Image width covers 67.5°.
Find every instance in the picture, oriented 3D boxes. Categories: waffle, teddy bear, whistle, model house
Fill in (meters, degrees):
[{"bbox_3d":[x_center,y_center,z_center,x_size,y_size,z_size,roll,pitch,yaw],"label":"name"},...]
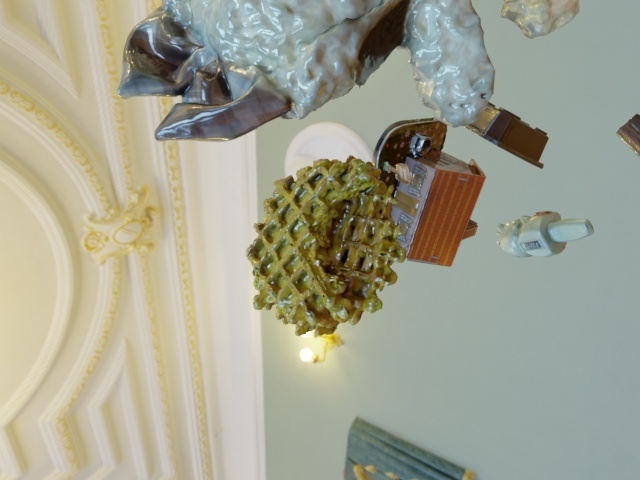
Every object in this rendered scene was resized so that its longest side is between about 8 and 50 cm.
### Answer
[{"bbox_3d":[0.000,0.000,0.512,0.070,0.197,0.193,22,-130,-43],"label":"waffle"},{"bbox_3d":[0.046,-0.228,0.495,0.362,0.327,0.375,-46,-18,20],"label":"teddy bear"},{"bbox_3d":[0.511,-0.014,1.118,0.101,0.253,0.106,27,-109,-19],"label":"whistle"},{"bbox_3d":[0.194,-0.060,0.886,0.207,0.154,0.294,-19,-48,-42],"label":"model house"}]

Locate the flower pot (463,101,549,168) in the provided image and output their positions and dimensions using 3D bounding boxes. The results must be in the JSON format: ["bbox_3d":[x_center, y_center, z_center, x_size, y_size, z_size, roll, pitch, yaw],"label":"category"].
[{"bbox_3d":[0.471,-0.277,1.211,0.250,0.179,0.084,15,-65,-33],"label":"flower pot"}]

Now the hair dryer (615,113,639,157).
[{"bbox_3d":[0.670,-0.112,0.933,0.340,0.313,0.123,-20,-29,-35],"label":"hair dryer"}]
